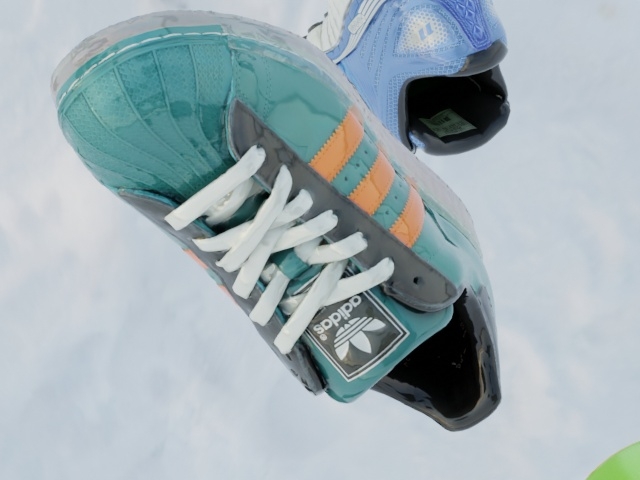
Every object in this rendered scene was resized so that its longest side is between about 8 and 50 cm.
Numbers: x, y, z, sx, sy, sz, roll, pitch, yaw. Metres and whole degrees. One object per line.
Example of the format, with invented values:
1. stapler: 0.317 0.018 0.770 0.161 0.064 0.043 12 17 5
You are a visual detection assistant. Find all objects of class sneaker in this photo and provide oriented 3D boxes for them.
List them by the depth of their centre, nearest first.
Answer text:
1. sneaker: 0.000 0.000 0.845 0.108 0.302 0.121 -36 51 20
2. sneaker: 0.057 -0.113 1.380 0.130 0.330 0.147 -28 81 -16

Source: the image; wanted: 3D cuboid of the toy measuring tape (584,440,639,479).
1. toy measuring tape: 0.217 0.141 0.764 0.330 0.121 0.121 3 79 -10
